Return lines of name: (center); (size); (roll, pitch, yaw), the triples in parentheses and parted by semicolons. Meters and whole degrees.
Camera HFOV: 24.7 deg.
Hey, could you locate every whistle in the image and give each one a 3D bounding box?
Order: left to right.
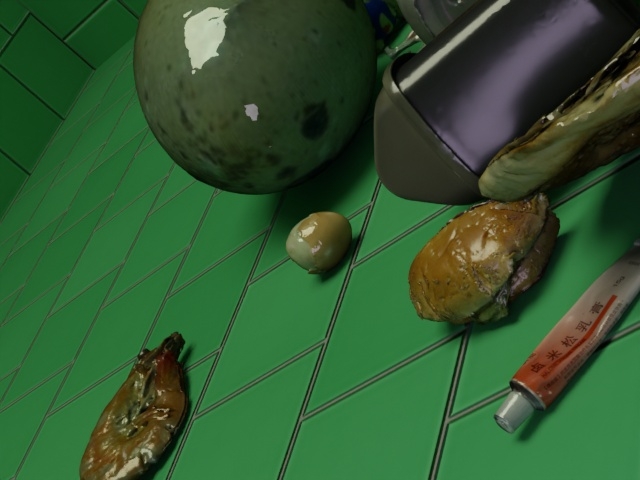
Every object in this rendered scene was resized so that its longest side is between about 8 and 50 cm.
whistle: (0.077, -0.346, 2.261); (0.085, 0.105, 0.227); (35, 84, 40)

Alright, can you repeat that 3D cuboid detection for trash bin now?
trash bin: (0.187, -0.164, 1.498); (0.290, 0.182, 0.209); (-42, -1, 21)

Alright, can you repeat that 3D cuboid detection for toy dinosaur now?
toy dinosaur: (0.162, -0.287, 2.018); (0.167, 0.053, 0.242); (-31, 16, 24)

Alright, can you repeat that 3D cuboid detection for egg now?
egg: (-0.090, -0.240, 2.046); (0.345, 0.345, 0.428); (-40, 33, 23)
egg: (0.000, 0.000, 1.799); (0.083, 0.071, 0.071); (-46, 19, -4)

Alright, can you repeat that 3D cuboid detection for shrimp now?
shrimp: (-0.224, 0.216, 1.898); (0.154, 0.062, 0.294); (-22, 33, 29)

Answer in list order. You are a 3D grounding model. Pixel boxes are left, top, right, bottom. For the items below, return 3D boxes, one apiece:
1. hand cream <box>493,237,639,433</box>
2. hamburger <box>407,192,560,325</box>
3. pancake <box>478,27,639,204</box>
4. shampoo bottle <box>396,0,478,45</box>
hand cream: (0.223, 0.076, 1.238); (0.052, 0.038, 0.216); (29, 72, 42)
hamburger: (0.149, 0.028, 1.396); (0.176, 0.087, 0.102); (-35, 22, 28)
pancake: (0.295, -0.143, 1.242); (0.382, 0.071, 0.382); (-34, -6, -4)
shampoo bottle: (0.216, -0.337, 1.670); (0.273, 0.273, 0.266); (-39, 17, 25)
